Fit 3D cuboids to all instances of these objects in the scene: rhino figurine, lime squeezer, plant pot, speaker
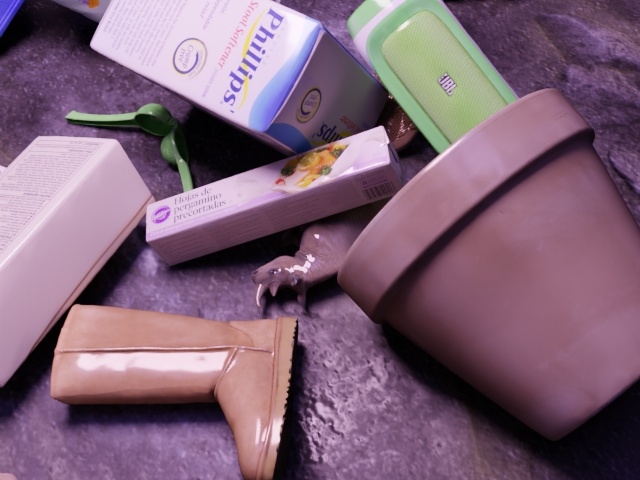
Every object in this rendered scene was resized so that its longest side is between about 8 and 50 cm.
[{"bbox_3d":[0.000,0.000,1.133,0.106,0.073,0.243,29,60,28],"label":"rhino figurine"},{"bbox_3d":[-0.235,-0.133,1.259,0.110,0.059,0.310,-35,59,-24],"label":"lime squeezer"},{"bbox_3d":[0.229,0.046,0.965,0.323,0.323,0.280,-34,73,-23],"label":"plant pot"},{"bbox_3d":[0.167,-0.203,1.179,0.131,0.131,0.296,-39,91,-26],"label":"speaker"}]

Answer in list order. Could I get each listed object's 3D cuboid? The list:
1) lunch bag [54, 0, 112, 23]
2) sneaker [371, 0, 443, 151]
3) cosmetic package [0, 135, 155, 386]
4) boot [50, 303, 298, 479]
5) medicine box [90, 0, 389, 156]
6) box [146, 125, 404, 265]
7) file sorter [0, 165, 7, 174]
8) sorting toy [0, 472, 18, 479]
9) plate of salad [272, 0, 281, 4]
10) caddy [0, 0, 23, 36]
[{"bbox_3d":[-0.263,-0.444,1.334,0.223,0.262,0.160,23,39,-36],"label":"lunch bag"},{"bbox_3d":[0.130,-0.252,1.329,0.099,0.153,0.282,11,83,7],"label":"sneaker"},{"bbox_3d":[-0.361,0.013,1.083,0.160,0.113,0.309,7,50,35],"label":"cosmetic package"},{"bbox_3d":[-0.165,0.171,0.996,0.270,0.089,0.236,2,39,2],"label":"boot"},{"bbox_3d":[-0.096,-0.222,1.173,0.289,0.263,0.149,28,93,23],"label":"medicine box"},{"bbox_3d":[-0.059,-0.052,1.104,0.324,0.067,0.063,-18,51,15],"label":"box"},{"bbox_3d":[-0.587,-0.090,1.141,0.278,0.173,0.192,20,67,16],"label":"file sorter"},{"bbox_3d":[-0.349,0.303,0.851,0.047,0.196,0.347,-46,54,16],"label":"sorting toy"},{"bbox_3d":[-0.148,-0.354,1.344,0.200,0.199,0.048,-30,48,-20],"label":"plate of salad"},{"bbox_3d":[-0.587,-0.412,1.337,0.341,0.241,0.179,-47,58,23],"label":"caddy"}]
